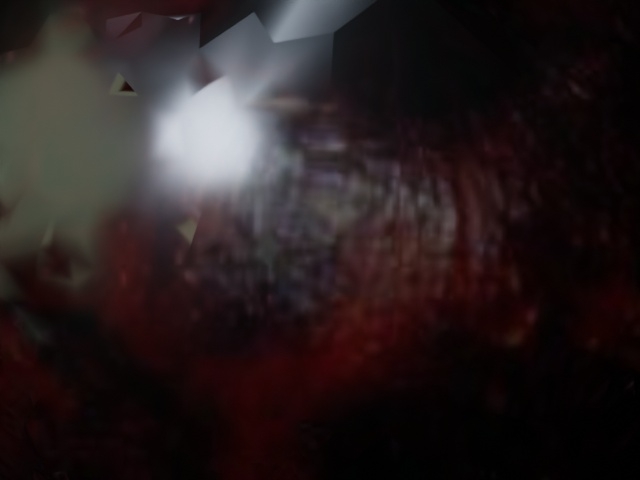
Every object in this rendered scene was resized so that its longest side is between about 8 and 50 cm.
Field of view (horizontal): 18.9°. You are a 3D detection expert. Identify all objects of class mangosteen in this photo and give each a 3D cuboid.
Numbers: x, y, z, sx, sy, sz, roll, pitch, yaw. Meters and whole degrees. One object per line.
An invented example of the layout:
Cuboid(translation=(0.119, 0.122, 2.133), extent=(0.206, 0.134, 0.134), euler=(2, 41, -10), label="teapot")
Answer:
Cuboid(translation=(0.019, -0.010, 0.780), extent=(0.381, 0.421, 0.381), euler=(-10, 61, 18), label="mangosteen")
